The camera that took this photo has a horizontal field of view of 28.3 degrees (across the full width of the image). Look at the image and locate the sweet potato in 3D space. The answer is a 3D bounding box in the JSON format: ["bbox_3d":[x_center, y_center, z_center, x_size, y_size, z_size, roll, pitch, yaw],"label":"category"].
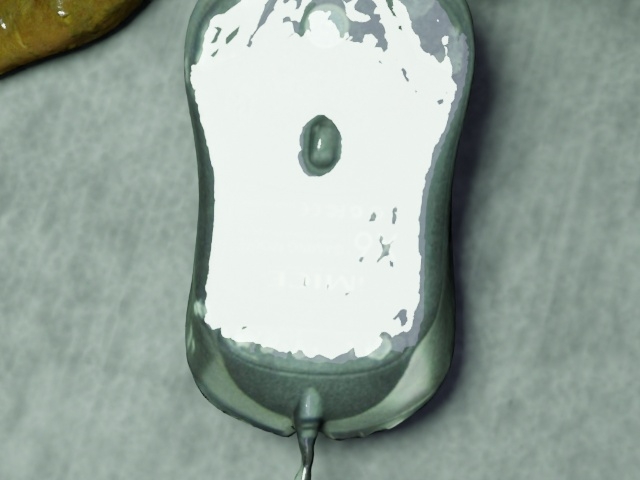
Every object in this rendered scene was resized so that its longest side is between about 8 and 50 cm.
[{"bbox_3d":[-0.160,-0.154,0.798,0.274,0.067,0.067,-27,76,5],"label":"sweet potato"}]

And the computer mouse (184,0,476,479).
[{"bbox_3d":[0.000,0.000,0.731,0.167,0.090,0.379,6,85,10],"label":"computer mouse"}]
